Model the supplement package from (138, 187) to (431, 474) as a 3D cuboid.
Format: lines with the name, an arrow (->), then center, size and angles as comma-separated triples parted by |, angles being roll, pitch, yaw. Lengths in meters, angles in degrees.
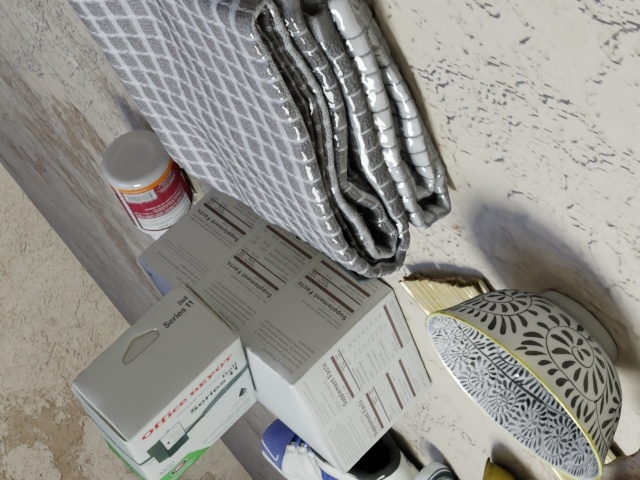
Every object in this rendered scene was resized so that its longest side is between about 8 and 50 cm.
supplement package -> -0.037, 0.090, 1.374 | 0.262, 0.145, 0.204 | 36, 162, 36

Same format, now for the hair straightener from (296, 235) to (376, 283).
hair straightener -> 0.000, 0.000, 1.220 | 0.089, 0.047, 0.230 | 55, 164, -28

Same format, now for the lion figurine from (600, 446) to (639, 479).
lion figurine -> 0.324, 0.328, 0.929 | 0.392, 0.142, 0.240 | 49, 151, 11

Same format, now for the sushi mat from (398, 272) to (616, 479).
sushi mat -> 0.194, 0.148, 1.126 | 0.316, 0.019, 0.151 | 51, 166, -15

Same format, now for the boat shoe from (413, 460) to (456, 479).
boat shoe -> 0.178, 0.350, 1.644 | 0.083, 0.065, 0.183 | 34, 167, 33

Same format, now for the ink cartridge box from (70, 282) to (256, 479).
ink cartridge box -> -0.151, 0.153, 1.273 | 0.087, 0.153, 0.208 | 41, 164, 18

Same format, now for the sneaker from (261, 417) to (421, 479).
sneaker -> 0.029, 0.286, 1.799 | 0.315, 0.127, 0.182 | 19, 147, 47

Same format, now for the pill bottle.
pill bottle -> -0.207, -0.061, 1.565 | 0.086, 0.086, 0.152 | 38, 163, 30

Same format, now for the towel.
towel -> -0.050, -0.119, 0.897 | 0.235, 0.121, 0.284 | 32, 160, 42

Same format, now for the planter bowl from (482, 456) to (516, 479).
planter bowl -> 0.215, 0.350, 1.375 | 0.090, 0.217, 0.217 | 6, 154, 11

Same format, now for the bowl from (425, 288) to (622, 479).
bowl -> 0.164, 0.089, 0.929 | 0.170, 0.080, 0.170 | 42, 165, 14
